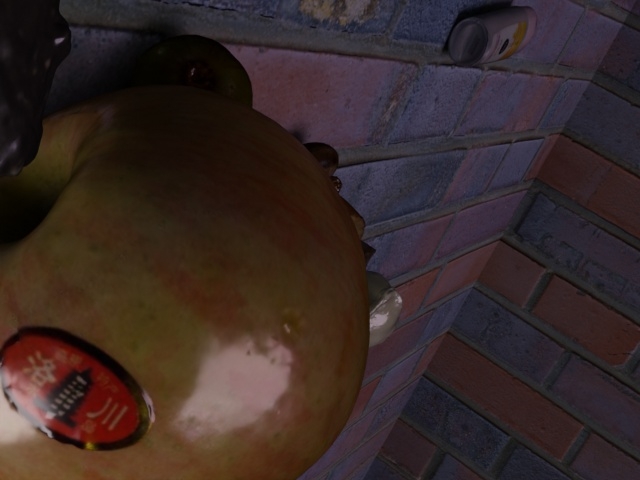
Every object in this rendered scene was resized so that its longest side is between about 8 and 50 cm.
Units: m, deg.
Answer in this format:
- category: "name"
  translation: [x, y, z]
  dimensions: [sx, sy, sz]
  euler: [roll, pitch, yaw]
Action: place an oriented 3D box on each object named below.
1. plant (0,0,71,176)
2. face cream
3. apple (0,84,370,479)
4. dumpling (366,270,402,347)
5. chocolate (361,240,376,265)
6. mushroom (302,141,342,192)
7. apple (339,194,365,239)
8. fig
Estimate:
- category: "plant"
  translation: [-0.243, -0.170, 0.505]
  dimensions: [0.199, 0.188, 0.276]
  euler: [-18, 119, -53]
- category: "face cream"
  translation: [0.318, -0.375, 1.711]
  dimensions: [0.269, 0.073, 0.107]
  euler: [-28, 154, -56]
- category: "apple"
  translation: [-0.147, 0.065, 0.785]
  dimensions: [0.391, 0.391, 0.347]
  euler: [-50, 129, -19]
- category: "dumpling"
  translation: [0.060, 0.146, 1.816]
  dimensions: [0.193, 0.147, 0.258]
  euler: [-24, 175, -26]
- category: "chocolate"
  translation: [0.002, 0.085, 1.618]
  dimensions: [0.214, 0.093, 0.148]
  euler: [-55, 180, -31]
- category: "mushroom"
  translation: [-0.028, -0.088, 1.312]
  dimensions: [0.109, 0.085, 0.126]
  euler: [-12, -163, 46]
- category: "apple"
  translation: [-0.099, 0.020, 1.192]
  dimensions: [0.293, 0.163, 0.251]
  euler: [-42, 166, 2]
- category: "fig"
  translation: [-0.139, -0.120, 0.977]
  dimensions: [0.124, 0.124, 0.236]
  euler: [-48, 175, -24]
